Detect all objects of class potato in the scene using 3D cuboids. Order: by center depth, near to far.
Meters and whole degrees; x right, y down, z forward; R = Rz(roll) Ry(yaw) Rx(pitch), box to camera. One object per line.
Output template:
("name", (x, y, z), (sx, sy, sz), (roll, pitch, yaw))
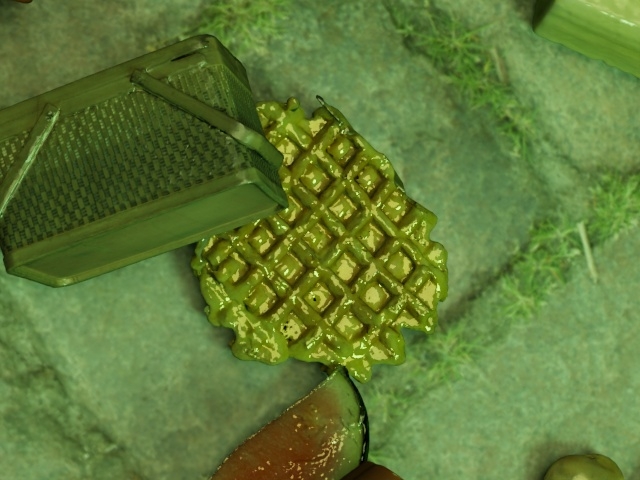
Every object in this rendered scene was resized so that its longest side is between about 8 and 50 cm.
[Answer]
("potato", (0.264, 0.247, 1.613), (0.083, 0.062, 0.068), (-20, 103, -38))

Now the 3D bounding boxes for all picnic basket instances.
("picnic basket", (-0.171, -0.065, 1.444), (0.267, 0.165, 0.139), (-20, 79, 8))

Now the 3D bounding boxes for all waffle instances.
("waffle", (-0.001, 0.000, 1.577), (0.262, 0.060, 0.280), (2, 83, -18))

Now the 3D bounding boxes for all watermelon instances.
("watermelon", (-0.033, 0.234, 1.533), (0.119, 0.063, 0.245), (43, 83, 3))

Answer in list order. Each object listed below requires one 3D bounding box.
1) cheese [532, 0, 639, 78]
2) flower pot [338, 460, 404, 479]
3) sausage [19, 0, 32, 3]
("cheese", (0.378, -0.292, 1.687), (0.265, 0.124, 0.242), (20, 73, -10))
("flower pot", (0.041, 0.302, 1.436), (0.190, 0.190, 0.173), (42, 78, -6))
("sausage", (-0.378, -0.354, 1.439), (0.287, 0.233, 0.233), (11, 79, -14))
